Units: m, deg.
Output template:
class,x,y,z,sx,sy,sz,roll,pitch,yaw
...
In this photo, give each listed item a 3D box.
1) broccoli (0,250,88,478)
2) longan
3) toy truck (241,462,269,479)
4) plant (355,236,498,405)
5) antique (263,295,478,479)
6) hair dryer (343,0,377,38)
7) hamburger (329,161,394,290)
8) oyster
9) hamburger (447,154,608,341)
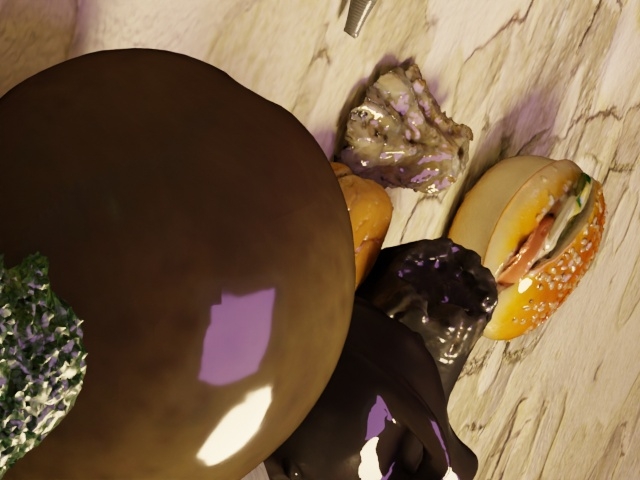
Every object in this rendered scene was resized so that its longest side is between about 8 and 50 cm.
class,x,y,z,sx,sy,sz,roll,pitch,yaw
broccoli,-0.286,0.048,1.129,0.308,0.307,0.275,89,12,-48
longan,-0.128,0.031,1.334,0.319,0.319,0.319,-45,151,-33
toy truck,-0.120,0.126,1.553,0.125,0.243,0.101,-28,162,15
plant,0.076,0.092,1.926,0.256,0.141,0.164,-43,-155,57
antique,-0.004,0.141,1.680,0.185,0.322,0.255,-52,127,-24
hair dryer,0.052,-0.281,1.687,0.220,0.053,0.195,-59,156,11
hamburger,0.000,0.000,1.827,0.147,0.083,0.138,-7,126,-58
oyster,0.087,-0.094,1.916,0.133,0.072,0.209,-60,154,-11
hamburger,0.229,0.010,2.215,0.237,0.147,0.237,-46,154,-29
